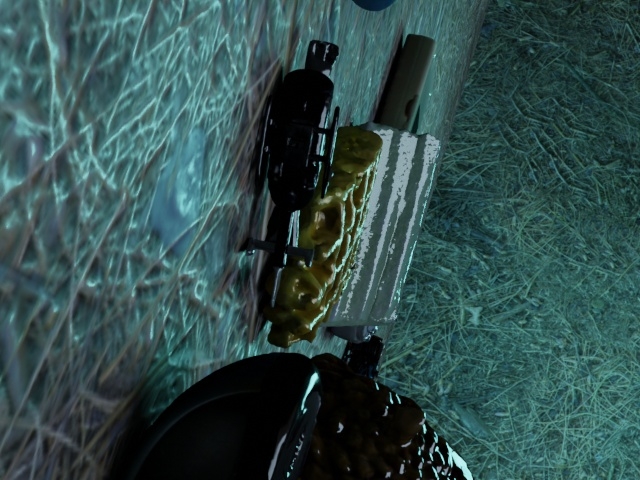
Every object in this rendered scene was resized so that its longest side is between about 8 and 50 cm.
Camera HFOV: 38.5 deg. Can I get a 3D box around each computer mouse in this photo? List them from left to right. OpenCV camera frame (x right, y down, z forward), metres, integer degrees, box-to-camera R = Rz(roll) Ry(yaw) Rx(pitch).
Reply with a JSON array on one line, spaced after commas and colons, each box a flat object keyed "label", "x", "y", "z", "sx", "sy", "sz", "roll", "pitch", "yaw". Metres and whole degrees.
[{"label": "computer mouse", "x": -0.074, "y": 0.167, "z": 0.542, "sx": 0.137, "sy": 0.096, "sz": 0.233, "roll": 81, "pitch": 30, "yaw": -59}]

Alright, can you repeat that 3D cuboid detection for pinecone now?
[{"label": "pinecone", "x": 0.003, "y": 0.238, "z": 0.787, "sx": 0.309, "sy": 0.244, "sz": 0.244, "roll": -61, "pitch": 177, "yaw": 23}]

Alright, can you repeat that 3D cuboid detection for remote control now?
[{"label": "remote control", "x": 0.085, "y": -0.094, "z": 1.210, "sx": 0.145, "sy": 0.050, "sz": 0.344, "roll": 81, "pitch": 27, "yaw": -70}]

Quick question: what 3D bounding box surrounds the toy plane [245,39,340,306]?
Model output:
[{"label": "toy plane", "x": -0.018, "y": -0.044, "z": 0.659, "sx": 0.078, "sy": 0.053, "sz": 0.197, "roll": -76, "pitch": 175, "yaw": -76}]

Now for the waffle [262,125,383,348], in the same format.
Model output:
[{"label": "waffle", "x": 0.000, "y": 0.000, "z": 0.834, "sx": 0.211, "sy": 0.055, "sz": 0.161, "roll": -56, "pitch": 161, "yaw": -61}]

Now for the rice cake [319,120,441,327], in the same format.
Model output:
[{"label": "rice cake", "x": 0.059, "y": -0.013, "z": 1.037, "sx": 0.043, "sy": 0.127, "sz": 0.237, "roll": 24, "pitch": -76, "yaw": 54}]

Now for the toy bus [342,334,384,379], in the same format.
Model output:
[{"label": "toy bus", "x": 0.052, "y": 0.282, "z": 1.633, "sx": 0.096, "sy": 0.073, "sz": 0.235, "roll": 108, "pitch": 1, "yaw": -69}]

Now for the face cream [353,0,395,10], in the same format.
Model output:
[{"label": "face cream", "x": 0.070, "y": -0.320, "z": 0.656, "sx": 0.139, "sy": 0.067, "sz": 0.285, "roll": 69, "pitch": 38, "yaw": -72}]

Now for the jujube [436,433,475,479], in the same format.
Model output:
[{"label": "jujube", "x": 0.031, "y": 0.384, "z": 1.060, "sx": 0.276, "sy": 0.276, "sz": 0.377, "roll": 78, "pitch": 33, "yaw": -72}]

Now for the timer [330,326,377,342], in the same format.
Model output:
[{"label": "timer", "x": 0.073, "y": 0.058, "z": 1.351, "sx": 0.208, "sy": 0.069, "sz": 0.191, "roll": 55, "pitch": 54, "yaw": -80}]
